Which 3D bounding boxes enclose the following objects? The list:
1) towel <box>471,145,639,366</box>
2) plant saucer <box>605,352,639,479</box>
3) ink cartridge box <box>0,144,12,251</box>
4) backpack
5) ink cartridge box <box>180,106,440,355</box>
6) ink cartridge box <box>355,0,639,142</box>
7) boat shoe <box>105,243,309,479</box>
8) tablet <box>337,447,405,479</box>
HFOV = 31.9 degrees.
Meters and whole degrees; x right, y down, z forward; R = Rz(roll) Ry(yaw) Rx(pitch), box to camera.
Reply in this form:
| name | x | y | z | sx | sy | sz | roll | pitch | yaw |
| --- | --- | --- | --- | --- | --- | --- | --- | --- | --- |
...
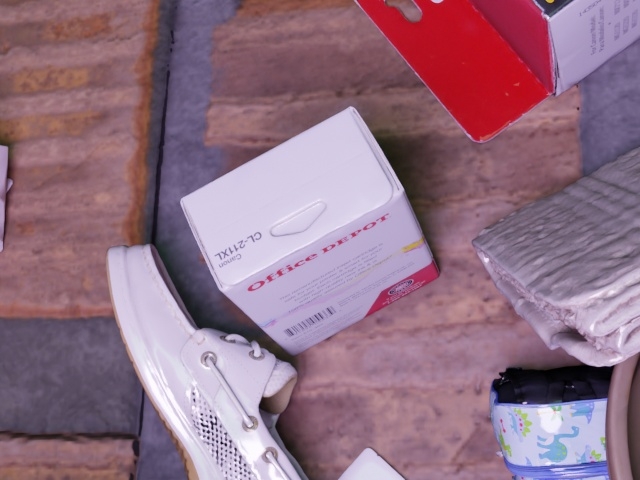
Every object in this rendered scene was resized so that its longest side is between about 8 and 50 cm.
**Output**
| name | x | y | z | sx | sy | sz | roll | pitch | yaw |
| --- | --- | --- | --- | --- | --- | --- | --- | --- | --- |
| towel | 0.201 | -0.007 | 0.673 | 0.187 | 0.282 | 0.049 | -27 | 99 | 2 |
| plant saucer | 0.275 | 0.143 | 0.640 | 0.278 | 0.041 | 0.277 | 11 | 60 | -19 |
| ink cartridge box | -0.310 | -0.036 | 0.870 | 0.092 | 0.143 | 0.089 | 3 | 89 | 15 |
| backpack | 0.161 | 0.121 | 0.704 | 0.105 | 0.114 | 0.084 | -8 | 89 | 9 |
| ink cartridge box | 0.000 | 0.000 | 0.754 | 0.127 | 0.175 | 0.072 | -28 | 67 | 2 |
| ink cartridge box | 0.134 | -0.275 | 0.846 | 0.272 | 0.130 | 0.309 | -37 | 67 | 0 |
| boat shoe | -0.059 | 0.111 | 0.777 | 0.096 | 0.098 | 0.277 | -29 | 75 | 1 |
| tablet | 0.024 | 0.190 | 0.772 | 0.054 | 0.006 | 0.083 | 40 | 83 | 23 |
